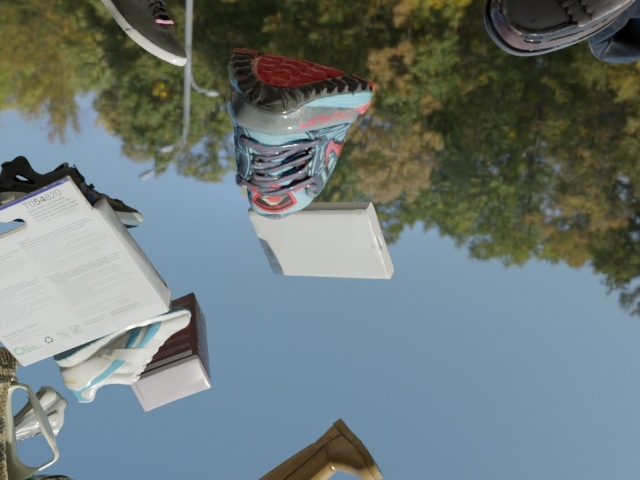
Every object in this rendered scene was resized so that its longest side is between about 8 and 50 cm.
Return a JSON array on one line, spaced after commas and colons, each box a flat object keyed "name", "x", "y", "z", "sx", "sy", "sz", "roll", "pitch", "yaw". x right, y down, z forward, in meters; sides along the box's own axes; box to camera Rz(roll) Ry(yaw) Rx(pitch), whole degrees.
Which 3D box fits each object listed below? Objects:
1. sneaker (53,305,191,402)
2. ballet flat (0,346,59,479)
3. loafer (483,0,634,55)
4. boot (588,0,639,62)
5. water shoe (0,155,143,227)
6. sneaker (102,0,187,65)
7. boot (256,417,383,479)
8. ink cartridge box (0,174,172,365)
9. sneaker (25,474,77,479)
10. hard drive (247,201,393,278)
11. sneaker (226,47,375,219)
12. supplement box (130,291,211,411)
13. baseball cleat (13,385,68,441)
[{"name": "sneaker", "x": -0.305, "y": 0.172, "z": 1.330, "sx": 0.228, "sy": 0.092, "sz": 0.087, "roll": -26, "pitch": -163, "yaw": -31}, {"name": "ballet flat", "x": -0.568, "y": 0.430, "z": 1.520, "sx": 0.182, "sy": 0.483, "sz": 0.164, "roll": -6, "pitch": 174, "yaw": -19}, {"name": "loafer", "x": 0.281, "y": -0.270, "z": 0.734, "sx": 0.302, "sy": 0.109, "sz": 0.095, "roll": -31, "pitch": 179, "yaw": -6}, {"name": "boot", "x": 0.390, "y": -0.437, "z": 1.068, "sx": 0.146, "sy": 0.445, "sz": 0.367, "roll": -7, "pitch": 167, "yaw": 16}, {"name": "water shoe", "x": -0.304, "y": -0.058, "z": 1.047, "sx": 0.073, "sy": 0.080, "sz": 0.203, "roll": -10, "pitch": 168, "yaw": 35}, {"name": "sneaker", "x": -0.335, "y": -0.485, "z": 1.630, "sx": 0.296, "sy": 0.147, "sz": 0.104, "roll": 50, "pitch": -158, "yaw": 7}, {"name": "boot", "x": -0.012, "y": 0.541, "z": 1.866, "sx": 0.269, "sy": 0.089, "sz": 0.236, "roll": -35, "pitch": -159, "yaw": -10}, {"name": "ink cartridge box", "x": -0.331, "y": 0.035, "z": 1.015, "sx": 0.223, "sy": 0.224, "sz": 0.045, "roll": -20, "pitch": -145, "yaw": 11}, {"name": "sneaker", "x": -0.716, "y": 0.612, "z": 2.032, "sx": 0.410, "sy": 0.182, "sz": 0.158, "roll": 4, "pitch": -131, "yaw": -3}, {"name": "hard drive", "x": 0.000, "y": 0.000, "z": 1.928, "sx": 0.307, "sy": 0.203, "sz": 0.040, "roll": 1, "pitch": -140, "yaw": 29}, {"name": "sneaker", "x": -0.018, "y": -0.074, "z": 0.657, "sx": 0.104, "sy": 0.125, "sz": 0.262, "roll": 13, "pitch": -174, "yaw": 5}, {"name": "supplement box", "x": -0.280, "y": 0.201, "z": 1.556, "sx": 0.130, "sy": 0.073, "sz": 0.239, "roll": -20, "pitch": -152, "yaw": 0}, {"name": "baseball cleat", "x": -0.645, "y": 0.420, "z": 1.841, "sx": 0.206, "sy": 0.109, "sz": 0.072, "roll": -45, "pitch": -158, "yaw": -5}]
